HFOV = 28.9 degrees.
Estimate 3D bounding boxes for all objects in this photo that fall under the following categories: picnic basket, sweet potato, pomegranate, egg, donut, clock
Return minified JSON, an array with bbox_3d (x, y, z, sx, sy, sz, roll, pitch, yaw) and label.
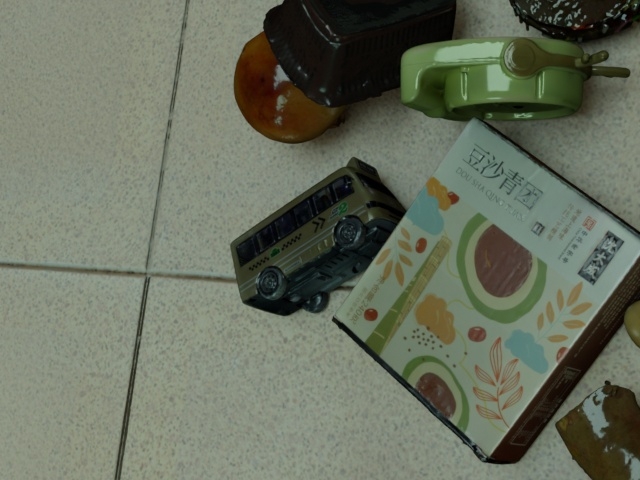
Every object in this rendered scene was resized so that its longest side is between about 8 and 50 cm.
[{"bbox_3d":[0.075,-0.347,1.937,0.222,0.296,0.129,60,155,21],"label":"picnic basket"},{"bbox_3d":[0.448,0.348,1.655,0.131,0.131,0.337,-41,61,19],"label":"sweet potato"},{"bbox_3d":[-0.042,-0.262,2.051,0.209,0.209,0.209,-8,75,31],"label":"pomegranate"},{"bbox_3d":[0.466,0.118,1.718,0.096,0.080,0.080,44,103,33],"label":"egg"},{"bbox_3d":[0.402,-0.420,1.865,0.269,0.103,0.270,-6,78,30],"label":"donut"},{"bbox_3d":[0.287,-0.235,1.821,0.308,0.235,0.096,-1,86,30],"label":"clock"}]

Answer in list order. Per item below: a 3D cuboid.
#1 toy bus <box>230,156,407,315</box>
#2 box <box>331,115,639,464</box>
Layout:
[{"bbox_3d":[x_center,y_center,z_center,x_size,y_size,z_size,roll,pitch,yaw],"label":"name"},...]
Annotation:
[{"bbox_3d":[0.000,0.000,2.009,0.289,0.139,0.157,-34,59,26],"label":"toy bus"},{"bbox_3d":[0.256,0.072,1.835,0.344,0.122,0.385,41,102,33],"label":"box"}]
